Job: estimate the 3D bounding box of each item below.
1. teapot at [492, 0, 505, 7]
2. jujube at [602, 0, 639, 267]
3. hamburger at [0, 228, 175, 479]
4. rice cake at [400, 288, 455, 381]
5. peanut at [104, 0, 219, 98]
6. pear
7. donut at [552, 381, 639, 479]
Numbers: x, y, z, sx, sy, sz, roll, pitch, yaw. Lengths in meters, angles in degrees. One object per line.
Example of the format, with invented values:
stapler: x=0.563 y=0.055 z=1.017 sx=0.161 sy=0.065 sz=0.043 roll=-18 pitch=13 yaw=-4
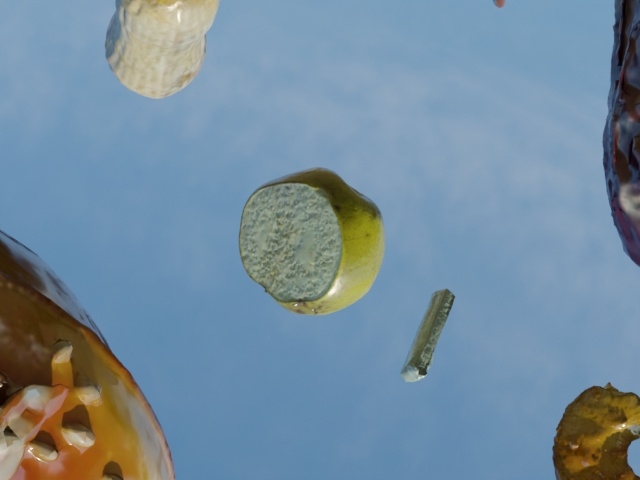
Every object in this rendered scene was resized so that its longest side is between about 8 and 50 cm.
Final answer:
teapot: x=0.146 y=-0.301 z=1.614 sx=0.116 sy=0.116 sz=0.173 roll=-12 pitch=-98 yaw=-35
jujube: x=0.358 y=-0.148 z=1.377 sx=0.258 sy=0.376 sz=0.258 roll=5 pitch=-162 yaw=-2
hamburger: x=-0.151 y=0.079 z=0.479 sx=0.237 sy=0.237 sz=0.147 roll=8 pitch=-137 yaw=-11
rice cake: x=0.104 y=0.090 z=1.634 sx=0.021 sy=0.022 sz=0.121 roll=47 pitch=-140 yaw=-18
peanut: x=-0.133 y=-0.177 z=1.414 sx=0.087 sy=0.206 sz=0.087 roll=3 pitch=-107 yaw=-11
pear: x=0.000 y=0.000 z=1.623 sx=0.141 sy=0.141 sz=0.104 roll=34 pitch=-162 yaw=26
donut: x=0.181 y=0.122 z=0.920 sx=0.108 sy=0.097 sz=0.043 roll=3 pitch=175 yaw=18
